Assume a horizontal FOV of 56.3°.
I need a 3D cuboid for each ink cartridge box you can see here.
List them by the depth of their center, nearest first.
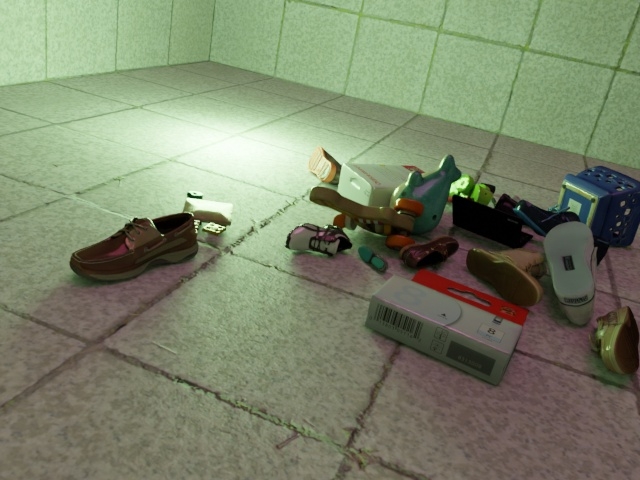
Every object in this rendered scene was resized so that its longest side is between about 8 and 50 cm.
[{"bbox_3d":[0.319,0.151,1.395,0.308,0.091,0.385,21,27,21],"label":"ink cartridge box"},{"bbox_3d":[0.241,-0.164,2.010,0.306,0.131,0.226,-3,28,-26],"label":"ink cartridge box"}]

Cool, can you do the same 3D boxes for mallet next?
[{"bbox_3d":[0.680,-0.172,2.352,0.062,0.039,0.190,9,29,-11],"label":"mallet"}]

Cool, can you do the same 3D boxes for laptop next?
[{"bbox_3d":[0.568,-0.077,1.956,0.234,0.137,0.264,25,27,27],"label":"laptop"}]

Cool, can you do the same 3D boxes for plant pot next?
[{"bbox_3d":[0.977,-0.116,2.125,0.212,0.236,0.236,-8,30,-23],"label":"plant pot"}]

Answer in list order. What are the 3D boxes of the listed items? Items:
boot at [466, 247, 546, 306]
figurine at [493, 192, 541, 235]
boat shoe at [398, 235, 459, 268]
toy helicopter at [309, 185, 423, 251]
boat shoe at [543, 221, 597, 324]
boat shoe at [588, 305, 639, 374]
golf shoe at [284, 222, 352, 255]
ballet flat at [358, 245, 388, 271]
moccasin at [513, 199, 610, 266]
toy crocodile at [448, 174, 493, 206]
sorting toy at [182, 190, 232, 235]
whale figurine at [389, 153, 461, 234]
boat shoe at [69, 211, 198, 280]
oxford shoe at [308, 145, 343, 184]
[{"bbox_3d":[0.553,0.092,1.630,0.203,0.095,0.262,-1,21,-28],"label":"boot"},{"bbox_3d":[0.725,-0.073,2.067,0.209,0.092,0.214,34,19,26],"label":"figurine"},{"bbox_3d":[0.316,0.040,1.668,0.206,0.073,0.073,-15,33,-32],"label":"boat shoe"},{"bbox_3d":[0.105,-0.079,1.700,0.355,0.140,0.235,22,-12,-35],"label":"toy helicopter"},{"bbox_3d":[0.695,0.097,1.628,0.135,0.157,0.367,-11,29,21],"label":"boat shoe"},{"bbox_3d":[0.674,0.235,1.378,0.089,0.105,0.285,-19,0,33],"label":"boat shoe"},{"bbox_3d":[0.000,0.000,1.606,0.198,0.077,0.094,-8,31,-35],"label":"golf shoe"},{"bbox_3d":[0.144,0.052,1.612,0.041,0.041,0.114,-5,29,-33],"label":"ballet flat"},{"bbox_3d":[0.748,-0.045,1.854,0.341,0.117,0.138,30,15,-20],"label":"moccasin"},{"bbox_3d":[0.490,-0.173,2.142,0.115,0.105,0.340,24,-2,-29],"label":"toy crocodile"},{"bbox_3d":[-0.311,-0.061,1.638,0.132,0.046,0.274,7,24,-10],"label":"sorting toy"},{"bbox_3d":[0.341,-0.134,1.840,0.141,0.272,0.216,42,-6,48],"label":"whale figurine"},{"bbox_3d":[-0.418,0.001,1.366,0.123,0.117,0.324,26,27,30],"label":"boat shoe"},{"bbox_3d":[0.027,-0.271,2.231,0.098,0.097,0.271,23,22,-26],"label":"oxford shoe"}]
